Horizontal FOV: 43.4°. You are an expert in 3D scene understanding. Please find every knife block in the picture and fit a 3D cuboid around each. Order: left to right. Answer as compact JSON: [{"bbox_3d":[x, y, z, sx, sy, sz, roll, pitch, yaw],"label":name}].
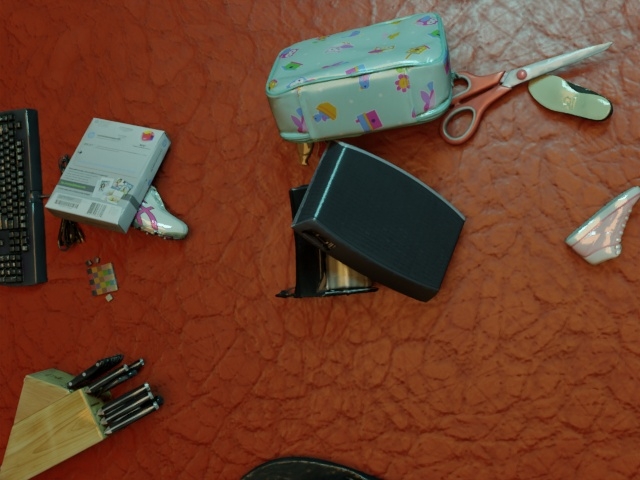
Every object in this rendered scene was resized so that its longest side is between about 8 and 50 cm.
[{"bbox_3d":[-0.399,0.323,1.382,0.242,0.088,0.276,17,93,13],"label":"knife block"}]

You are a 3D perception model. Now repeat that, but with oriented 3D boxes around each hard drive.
[{"bbox_3d":[0.097,-0.030,1.202,0.254,0.054,0.172,29,74,-20],"label":"hard drive"}]

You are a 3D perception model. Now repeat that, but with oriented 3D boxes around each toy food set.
[{"bbox_3d":[-0.004,-0.187,1.325,0.078,0.019,0.122,-2,90,13],"label":"toy food set"}]

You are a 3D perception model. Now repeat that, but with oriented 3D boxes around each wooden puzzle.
[{"bbox_3d":[-0.385,0.068,1.420,0.049,0.006,0.083,-14,87,13],"label":"wooden puzzle"}]

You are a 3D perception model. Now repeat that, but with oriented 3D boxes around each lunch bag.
[{"bbox_3d":[0.067,-0.248,1.214,0.279,0.224,0.108,-9,121,11],"label":"lunch bag"}]

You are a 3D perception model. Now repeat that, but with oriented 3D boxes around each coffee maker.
[{"bbox_3d":[0.000,0.000,1.272,0.171,0.120,0.178,-5,87,11],"label":"coffee maker"}]

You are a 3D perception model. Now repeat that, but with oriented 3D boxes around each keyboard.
[{"bbox_3d":[-0.525,-0.078,1.440,0.201,0.033,0.317,-4,90,13],"label":"keyboard"}]

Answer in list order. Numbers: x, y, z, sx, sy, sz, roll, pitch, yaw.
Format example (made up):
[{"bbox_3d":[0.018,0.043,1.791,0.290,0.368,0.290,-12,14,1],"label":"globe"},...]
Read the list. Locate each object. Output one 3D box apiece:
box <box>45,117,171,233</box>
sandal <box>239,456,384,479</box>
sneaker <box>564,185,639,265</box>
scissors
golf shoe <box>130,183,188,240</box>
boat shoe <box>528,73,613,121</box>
[{"bbox_3d":[-0.356,-0.112,1.350,0.145,0.038,0.186,12,66,18],"label":"box"},{"bbox_3d":[0.051,0.447,1.269,0.445,0.107,0.168,4,91,13],"label":"sandal"},{"bbox_3d":[0.442,-0.017,1.208,0.134,0.051,0.070,-43,83,13],"label":"sneaker"},{"bbox_3d":[0.288,-0.256,1.237,0.297,0.021,0.109,-33,77,20],"label":"scissors"},{"bbox_3d":[-0.303,-0.062,1.369,0.186,0.067,0.086,27,94,12],"label":"golf shoe"},{"bbox_3d":[0.381,-0.216,1.227,0.133,0.042,0.049,27,106,25],"label":"boat shoe"}]
